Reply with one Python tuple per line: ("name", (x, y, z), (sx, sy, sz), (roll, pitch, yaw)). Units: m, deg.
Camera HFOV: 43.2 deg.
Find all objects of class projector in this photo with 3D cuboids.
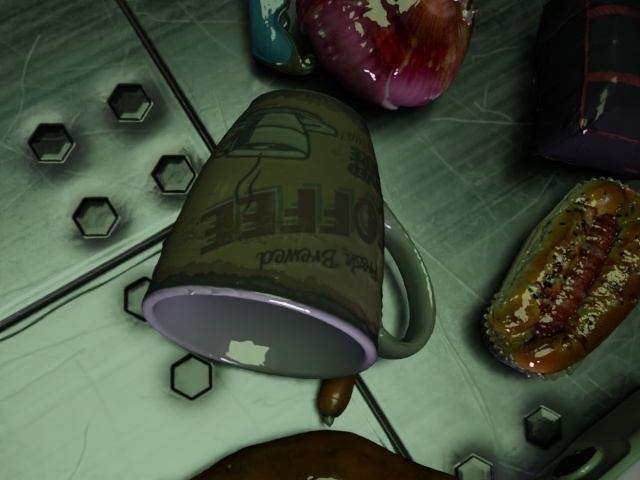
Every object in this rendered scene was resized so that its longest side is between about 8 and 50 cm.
("projector", (0.347, 0.273, 0.838), (0.242, 0.163, 0.177), (-33, 83, -16))

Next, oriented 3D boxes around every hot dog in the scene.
("hot dog", (0.292, 0.043, 0.924), (0.144, 0.075, 0.268), (39, 73, 4))

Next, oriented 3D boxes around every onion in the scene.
("onion", (0.091, -0.263, 0.903), (0.230, 0.163, 0.230), (2, 85, -28))

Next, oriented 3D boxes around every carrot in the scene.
("carrot", (0.026, 0.136, 0.887), (0.035, 0.035, 0.142), (20, 68, -4))

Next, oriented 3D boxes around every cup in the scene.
("cup", (0.000, 0.000, 0.830), (0.301, 0.227, 0.257), (25, 64, -22))

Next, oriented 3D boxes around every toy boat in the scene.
("toy boat", (-0.044, -0.282, 0.944), (0.077, 0.075, 0.186), (-3, 81, -1))

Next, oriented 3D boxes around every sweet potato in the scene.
("sweet potato", (0.008, 0.249, 0.820), (0.359, 0.112, 0.112), (1, 78, -11))

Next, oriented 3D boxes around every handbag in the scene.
("handbag", (0.341, -0.183, 0.942), (0.169, 0.155, 0.215), (13, 74, -20))
